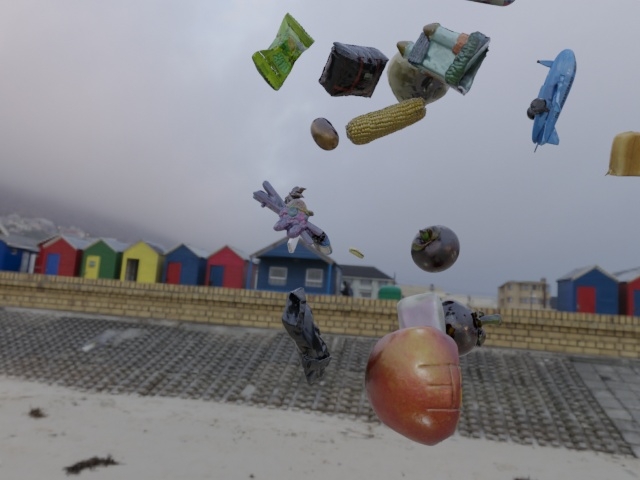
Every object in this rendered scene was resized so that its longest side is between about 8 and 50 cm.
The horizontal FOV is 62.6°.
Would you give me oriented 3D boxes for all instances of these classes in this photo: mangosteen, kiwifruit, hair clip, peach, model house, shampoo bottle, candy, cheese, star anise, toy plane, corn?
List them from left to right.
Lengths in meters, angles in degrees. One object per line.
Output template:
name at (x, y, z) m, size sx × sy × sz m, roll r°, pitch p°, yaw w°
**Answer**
hair clip at (-0.122, -0.092, 1.727) m, size 0.278 × 0.137 × 0.090 m, roll 37°, pitch -23°, yaw 15°
candy at (-0.121, -0.640, 1.765) m, size 0.069 × 0.247 × 0.149 m, roll 6°, pitch -31°, yaw 45°
star anise at (-0.120, -0.186, 2.301) m, size 0.042 × 0.141 × 0.141 m, roll 37°, pitch -24°, yaw -30°
shampoo bottle at (0.000, 0.000, 1.829) m, size 0.087 × 0.050 × 0.183 m, roll 42°, pitch -7°, yaw 14°
kiwifruit at (0.011, -0.303, 1.500) m, size 0.075 × 0.075 × 0.125 m, roll 10°, pitch 34°, yaw -36°
cheese at (0.177, 0.057, 2.576) m, size 0.083 × 0.030 × 0.044 m, roll 30°, pitch 18°, yaw -10°
corn at (0.228, -0.407, 1.805) m, size 0.292 × 0.107 × 0.106 m, roll -17°, pitch -11°, yaw 6°
peach at (0.230, 0.355, 1.286) m, size 0.245 × 0.275 × 0.249 m, roll -13°, pitch -31°, yaw 17°
candy at (0.359, 0.329, 1.792) m, size 0.144 × 0.208 × 0.359 m, roll -10°, pitch -25°, yaw 13°
mangosteen at (0.495, 0.023, 2.271) m, size 0.215 × 0.216 × 0.216 m, roll 5°, pitch -8°, yaw 1°
model house at (0.387, -0.618, 1.729) m, size 0.291 × 0.185 × 0.253 m, roll 28°, pitch 19°, yaw 14°
mangosteen at (0.572, 0.334, 2.107) m, size 0.288 × 0.232 × 0.231 m, roll -23°, pitch -12°, yaw 6°
toy plane at (0.618, -0.379, 1.415) m, size 0.104 × 0.272 × 0.254 m, roll 9°, pitch 3°, yaw 14°

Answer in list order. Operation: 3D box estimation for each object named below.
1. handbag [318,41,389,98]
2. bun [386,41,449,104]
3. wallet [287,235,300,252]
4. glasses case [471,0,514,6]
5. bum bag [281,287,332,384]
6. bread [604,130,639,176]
handbag at (0.114, -0.591, 1.856) m, size 0.215 × 0.155 × 0.169 m, roll -7°, pitch -39°, yaw -36°
bun at (0.399, -0.646, 2.068) m, size 0.272 × 0.273 × 0.168 m, roll 7°, pitch 32°, yaw -16°
wallet at (-0.119, -0.005, 2.355) m, size 0.025 × 0.122 × 0.061 m, roll -2°, pitch -51°, yaw 19°
glasses case at (0.493, -0.857, 1.730) m, size 0.327 × 0.125 × 0.076 m, roll 19°, pitch 35°, yaw 17°
bum bag at (-0.042, 0.285, 1.540) m, size 0.074 × 0.310 × 0.137 m, roll -8°, pitch 25°, yaw 30°
bread at (1.089, -0.304, 1.857) m, size 0.134 × 0.173 × 0.085 m, roll 3°, pitch 22°, yaw 8°
